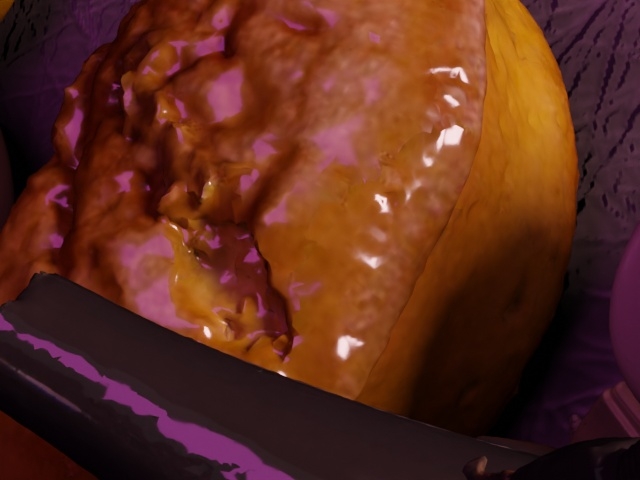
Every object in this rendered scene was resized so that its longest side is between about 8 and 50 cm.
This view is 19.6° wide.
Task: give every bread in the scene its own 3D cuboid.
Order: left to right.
[{"bbox_3d":[0.000,0.000,0.758,0.179,0.194,0.340,20,81,37],"label":"bread"}]

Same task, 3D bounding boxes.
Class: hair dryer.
[{"bbox_3d":[0.033,0.059,0.497,0.303,0.359,0.120,33,71,6],"label":"hair dryer"}]

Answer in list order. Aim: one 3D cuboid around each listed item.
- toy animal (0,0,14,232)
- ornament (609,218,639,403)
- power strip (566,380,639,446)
[{"bbox_3d":[-0.324,-0.072,1.007,0.277,0.247,0.345,-25,53,28],"label":"toy animal"},{"bbox_3d":[0.180,0.030,0.608,0.177,0.177,0.177,-18,56,30],"label":"ornament"},{"bbox_3d":[0.134,0.120,0.673,0.169,0.028,0.076,53,130,42],"label":"power strip"}]
